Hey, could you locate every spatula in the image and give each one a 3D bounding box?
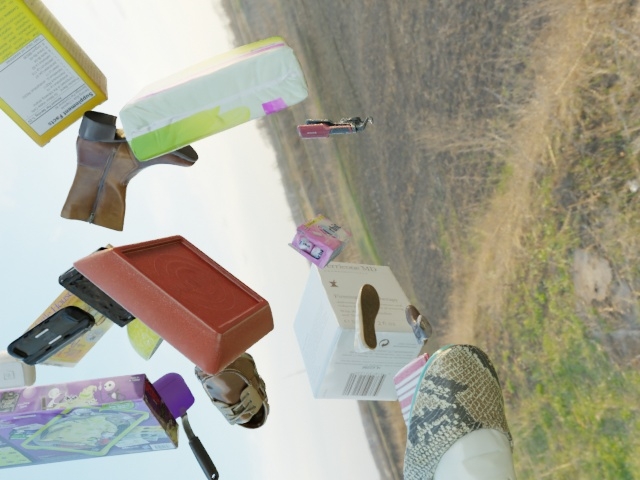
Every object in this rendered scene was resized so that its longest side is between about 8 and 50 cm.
[{"bbox_3d":[-0.288,0.424,1.252,0.030,0.084,0.297,6,123,47],"label":"spatula"}]

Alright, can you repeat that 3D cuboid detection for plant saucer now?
[{"bbox_3d":[-0.202,0.076,0.884,0.259,0.048,0.258,37,-166,8],"label":"plant saucer"}]

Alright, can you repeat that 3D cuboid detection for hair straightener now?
[{"bbox_3d":[0.049,-0.314,1.506,0.089,0.230,0.047,-47,-56,-40],"label":"hair straightener"}]

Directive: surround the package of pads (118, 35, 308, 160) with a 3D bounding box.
[{"bbox_3d":[-0.178,-0.253,0.968,0.229,0.296,0.101,-107,-3,-65],"label":"package of pads"}]

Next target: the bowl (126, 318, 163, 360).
[{"bbox_3d":[-0.542,0.225,1.827,0.156,0.290,0.289,32,-178,-4],"label":"bowl"}]

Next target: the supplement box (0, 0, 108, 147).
[{"bbox_3d":[-0.661,-0.419,1.233,0.357,0.194,0.195,54,-178,-36],"label":"supplement box"}]

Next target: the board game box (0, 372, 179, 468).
[{"bbox_3d":[-0.413,0.286,0.869,0.208,0.346,0.056,87,176,-56],"label":"board game box"}]

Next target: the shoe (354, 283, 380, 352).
[{"bbox_3d":[0.127,0.224,1.641,0.058,0.076,0.219,-42,31,43],"label":"shoe"}]

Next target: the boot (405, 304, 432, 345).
[{"bbox_3d":[0.224,0.183,1.290,0.114,0.037,0.107,71,177,-67],"label":"boot"}]

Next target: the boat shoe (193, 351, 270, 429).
[{"bbox_3d":[-0.174,0.332,1.223,0.324,0.123,0.117,65,-179,-60],"label":"boat shoe"}]

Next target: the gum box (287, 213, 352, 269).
[{"bbox_3d":[0.000,0.000,1.455,0.107,0.062,0.188,33,-159,8],"label":"gum box"}]

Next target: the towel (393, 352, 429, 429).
[{"bbox_3d":[0.216,0.349,1.170,0.144,0.029,0.197,123,139,-54],"label":"towel"}]

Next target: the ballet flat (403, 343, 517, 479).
[{"bbox_3d":[0.198,0.394,0.827,0.182,0.163,0.483,-126,41,-60],"label":"ballet flat"}]

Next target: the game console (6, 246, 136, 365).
[{"bbox_3d":[-0.590,0.176,1.357,0.213,0.361,0.044,55,-179,-44],"label":"game console"}]

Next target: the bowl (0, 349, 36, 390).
[{"bbox_3d":[-1.035,0.441,1.889,0.053,0.141,0.142,-130,39,-70],"label":"bowl"}]

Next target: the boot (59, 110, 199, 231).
[{"bbox_3d":[-0.441,-0.129,1.303,0.281,0.263,0.096,-65,28,28],"label":"boot"}]

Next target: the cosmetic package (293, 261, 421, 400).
[{"bbox_3d":[0.122,0.321,2.045,0.394,0.329,0.328,-114,35,-54],"label":"cosmetic package"}]

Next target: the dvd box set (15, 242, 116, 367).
[{"bbox_3d":[-0.729,0.217,1.787,0.062,0.420,0.308,39,172,16],"label":"dvd box set"}]
